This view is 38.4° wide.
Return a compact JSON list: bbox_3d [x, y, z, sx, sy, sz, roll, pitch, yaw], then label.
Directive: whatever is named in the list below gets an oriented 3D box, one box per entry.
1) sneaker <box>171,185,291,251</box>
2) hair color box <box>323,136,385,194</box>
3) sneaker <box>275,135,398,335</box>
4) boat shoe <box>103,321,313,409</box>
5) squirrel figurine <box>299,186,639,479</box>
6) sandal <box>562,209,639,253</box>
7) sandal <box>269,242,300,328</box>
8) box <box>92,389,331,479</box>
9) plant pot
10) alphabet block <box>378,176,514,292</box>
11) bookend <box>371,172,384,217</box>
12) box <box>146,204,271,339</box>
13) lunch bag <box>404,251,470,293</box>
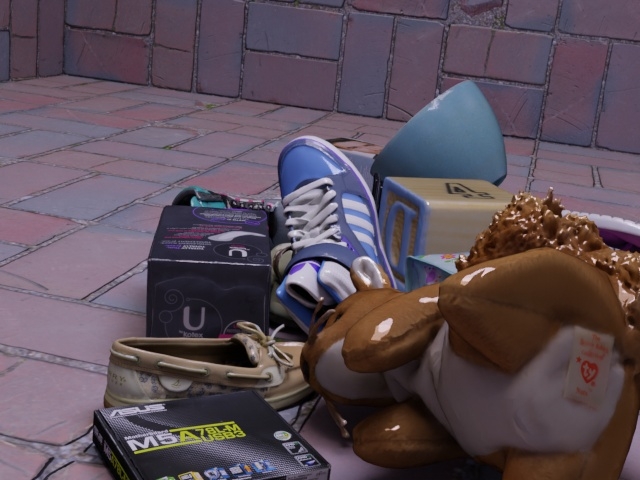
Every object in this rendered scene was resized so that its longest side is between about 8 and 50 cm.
[{"bbox_3d":[-0.158,-0.035,1.659,0.295,0.124,0.178,6,9,30],"label":"sneaker"},{"bbox_3d":[0.154,-0.163,2.262,0.374,0.114,0.185,17,19,36],"label":"hair color box"},{"bbox_3d":[0.000,0.001,1.295,0.130,0.323,0.236,-24,-3,21],"label":"sneaker"},{"bbox_3d":[-0.114,0.149,1.091,0.285,0.089,0.104,-5,19,-36],"label":"boat shoe"},{"bbox_3d":[0.178,0.113,1.021,0.397,0.281,0.370,-26,12,-29],"label":"squirrel figurine"},{"bbox_3d":[0.516,0.004,1.847,0.169,0.102,0.416,20,-4,-43],"label":"sandal"},{"bbox_3d":[-0.027,0.055,1.463,0.120,0.086,0.303,4,16,-6],"label":"sandal"},{"bbox_3d":[-0.115,0.217,0.937,0.190,0.045,0.184,-2,20,-29],"label":"box"},{"bbox_3d":[0.277,-0.165,1.931,0.195,0.290,0.290,49,29,11],"label":"plant pot"},{"bbox_3d":[0.219,0.002,1.564,0.197,0.192,0.193,2,18,-19],"label":"alphabet block"},{"bbox_3d":[0.169,-0.037,1.741,0.157,0.156,0.072,7,15,0],"label":"bookend"},{"bbox_3d":[-0.156,0.054,1.313,0.165,0.143,0.270,3,16,-5],"label":"box"},{"bbox_3d":[0.273,0.106,1.277,0.223,0.160,0.262,-3,12,-32],"label":"lunch bag"}]
